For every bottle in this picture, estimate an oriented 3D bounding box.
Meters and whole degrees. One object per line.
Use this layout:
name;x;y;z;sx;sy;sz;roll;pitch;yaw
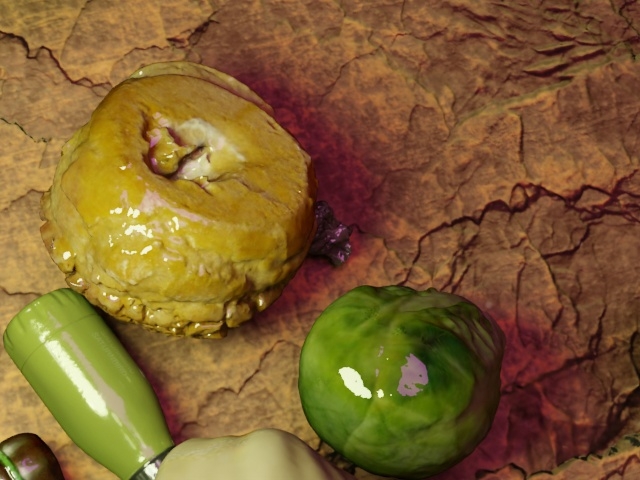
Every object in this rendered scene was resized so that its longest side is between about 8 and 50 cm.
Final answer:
bottle;-0.247;0.180;1.846;0.112;0.112;0.260;-32;74;-26

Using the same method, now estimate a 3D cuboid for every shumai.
shumai;0.000;0.000;2.027;0.080;0.082;0.083;45;103;1

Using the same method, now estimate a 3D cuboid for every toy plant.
toy plant;-0.365;0.279;1.779;0.162;0.093;0.092;-28;73;-25

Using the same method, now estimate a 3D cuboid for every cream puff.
cream puff;-0.169;-0.038;1.907;0.327;0.231;0.343;4;47;-25

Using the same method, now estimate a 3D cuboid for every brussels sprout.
brussels sprout;0.107;0.156;1.898;0.219;0.210;0.271;31;42;27

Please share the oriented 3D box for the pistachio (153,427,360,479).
pistachio;-0.009;0.387;1.695;0.445;0.281;0.365;53;31;1
